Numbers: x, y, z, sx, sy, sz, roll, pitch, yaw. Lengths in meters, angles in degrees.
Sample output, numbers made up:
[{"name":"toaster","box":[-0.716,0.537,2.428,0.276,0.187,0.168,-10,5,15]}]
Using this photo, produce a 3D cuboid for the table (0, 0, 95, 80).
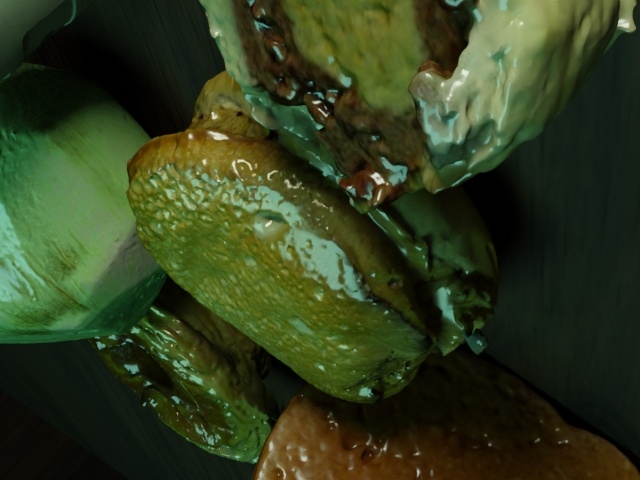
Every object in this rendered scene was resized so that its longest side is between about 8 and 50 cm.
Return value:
[{"name":"table","box":[-0.259,-0.202,0.787,0.126,0.220,0.126,31,154,17]}]

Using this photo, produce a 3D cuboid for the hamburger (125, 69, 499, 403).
[{"name":"hamburger","box":[0.000,0.000,0.828,0.314,0.170,0.290,35,158,8]}]

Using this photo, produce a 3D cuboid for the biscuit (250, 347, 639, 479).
[{"name":"biscuit","box":[0.146,0.291,0.917,0.455,0.350,0.078,48,160,18]}]

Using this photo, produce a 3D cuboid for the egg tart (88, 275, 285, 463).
[{"name":"egg tart","box":[-0.194,0.126,1.325,0.351,0.153,0.339,21,149,35]}]

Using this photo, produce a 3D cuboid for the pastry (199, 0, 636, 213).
[{"name":"pastry","box":[0.044,-0.152,0.535,0.236,0.170,0.256,64,156,-5]}]

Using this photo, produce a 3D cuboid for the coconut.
[{"name":"coconut","box":[-0.290,-0.024,1.073,0.328,0.281,0.328,3,125,4]}]
